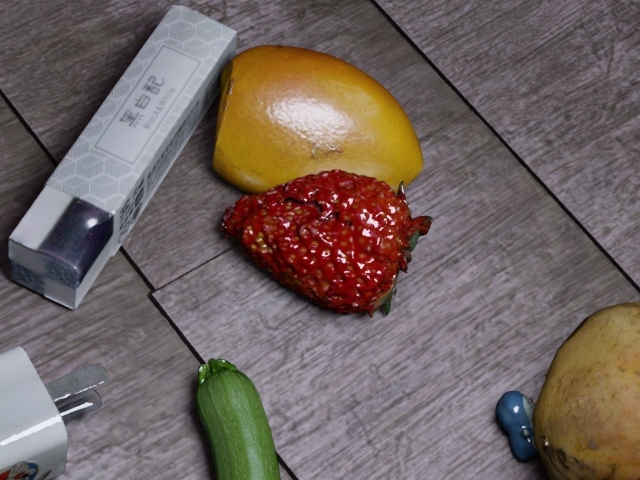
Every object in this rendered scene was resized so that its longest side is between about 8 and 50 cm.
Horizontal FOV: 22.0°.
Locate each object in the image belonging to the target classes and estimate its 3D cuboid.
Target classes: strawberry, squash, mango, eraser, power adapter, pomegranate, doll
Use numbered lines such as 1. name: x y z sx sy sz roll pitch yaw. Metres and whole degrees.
1. strawberry: 0.001 -0.016 1.900 0.228 0.098 0.174 27 99 5
2. squash: -0.088 0.227 1.791 0.077 0.068 0.219 -11 60 -12
3. mango: 0.002 -0.136 1.991 0.257 0.138 0.187 7 77 -5
4. eraser: -0.231 -0.107 1.957 0.096 0.098 0.404 26 56 7
5. power adapter: -0.320 0.190 1.733 0.205 0.130 0.125 -24 65 -22
6. pomegranate: 0.369 0.196 1.785 0.281 0.281 0.281 5 57 -8
7. doll: 0.230 0.209 1.870 0.050 0.076 0.083 -28 71 12
